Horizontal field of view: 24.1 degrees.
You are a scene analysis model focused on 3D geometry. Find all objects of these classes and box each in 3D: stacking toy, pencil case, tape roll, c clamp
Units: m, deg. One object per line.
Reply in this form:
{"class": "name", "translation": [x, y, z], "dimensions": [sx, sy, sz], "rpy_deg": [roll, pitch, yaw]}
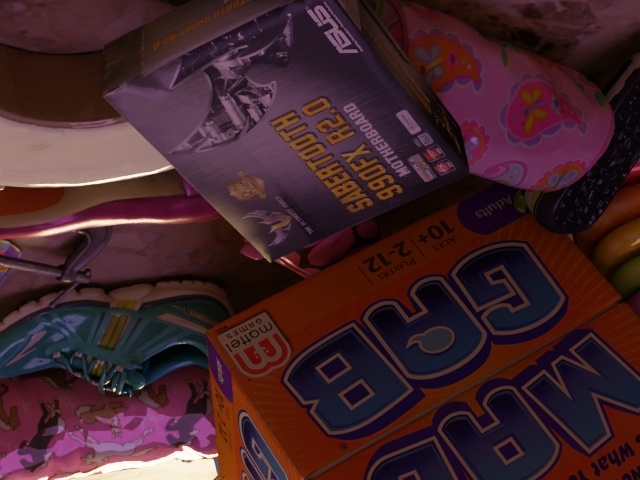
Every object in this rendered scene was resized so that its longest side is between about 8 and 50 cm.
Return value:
{"class": "stacking toy", "translation": [0.336, 0.031, 1.461], "dimensions": [0.175, 0.301, 0.166], "rpy_deg": [-31, 148, 29]}
{"class": "pencil case", "translation": [0.124, -0.122, 1.277], "dimensions": [0.284, 0.124, 0.124], "rpy_deg": [13, 144, -43]}
{"class": "pencil case", "translation": [0.000, 0.000, 1.478], "dimensions": [0.095, 0.098, 0.209], "rpy_deg": [14, 170, 35]}
{"class": "tape roll", "translation": [-0.172, -0.165, 1.105], "dimensions": [0.392, 0.072, 0.392], "rpy_deg": [-11, 154, -5]}
{"class": "c clamp", "translation": [-0.272, 0.014, 1.441], "dimensions": [0.137, 0.022, 0.161], "rpy_deg": [-39, 145, 24]}
{"class": "pencil case", "translation": [-0.225, 0.196, 1.697], "dimensions": [0.386, 0.160, 0.167], "rpy_deg": [-8, 119, -10]}

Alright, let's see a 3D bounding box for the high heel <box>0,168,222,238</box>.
{"class": "high heel", "translation": [-0.196, -0.029, 1.351], "dimensions": [0.244, 0.082, 0.117], "rpy_deg": [-22, 145, -11]}

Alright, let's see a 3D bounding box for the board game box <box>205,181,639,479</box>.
{"class": "board game box", "translation": [0.133, 0.228, 1.490], "dimensions": [0.356, 0.356, 0.356], "rpy_deg": [-27, 150, -18]}

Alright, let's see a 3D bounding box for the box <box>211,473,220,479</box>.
{"class": "box", "translation": [0.016, 0.343, 1.818], "dimensions": [0.214, 0.243, 0.117], "rpy_deg": [-32, -178, 25]}

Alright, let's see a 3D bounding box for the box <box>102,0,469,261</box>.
{"class": "box", "translation": [-0.021, -0.095, 1.108], "dimensions": [0.183, 0.056, 0.231], "rpy_deg": [-24, 137, 19]}

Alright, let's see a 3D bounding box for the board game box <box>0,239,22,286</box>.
{"class": "board game box", "translation": [-0.369, 0.045, 1.467], "dimensions": [0.133, 0.033, 0.168], "rpy_deg": [4, 149, -30]}

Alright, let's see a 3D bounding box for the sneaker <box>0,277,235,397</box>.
{"class": "sneaker", "translation": [-0.223, 0.110, 1.575], "dimensions": [0.275, 0.110, 0.107], "rpy_deg": [-8, 153, -8]}

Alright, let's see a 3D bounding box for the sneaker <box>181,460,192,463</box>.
{"class": "sneaker", "translation": [-0.182, 0.232, 1.864], "dimensions": [0.211, 0.081, 0.080], "rpy_deg": [-2, 152, -22]}

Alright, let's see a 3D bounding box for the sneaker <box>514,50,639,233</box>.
{"class": "sneaker", "translation": [0.259, -0.114, 1.399], "dimensions": [0.084, 0.097, 0.234], "rpy_deg": [28, 108, -37]}

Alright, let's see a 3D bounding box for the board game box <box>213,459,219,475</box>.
{"class": "board game box", "translation": [0.036, 0.322, 1.966], "dimensions": [0.347, 0.233, 0.078], "rpy_deg": [-26, 155, 25]}
